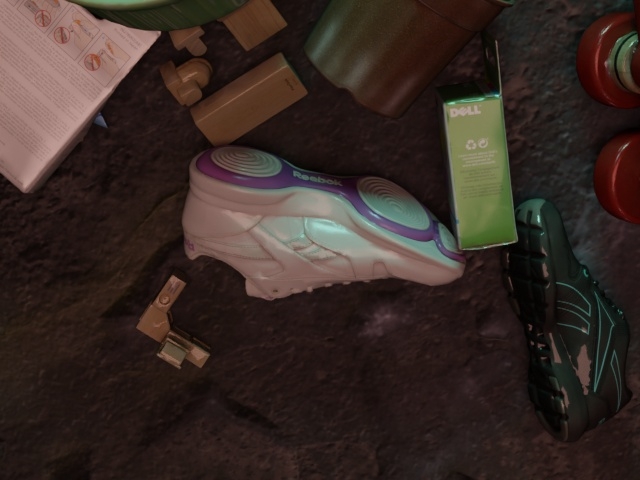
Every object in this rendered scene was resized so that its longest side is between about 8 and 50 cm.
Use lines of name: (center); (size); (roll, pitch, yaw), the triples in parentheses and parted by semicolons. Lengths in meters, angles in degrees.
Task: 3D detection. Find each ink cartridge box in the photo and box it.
ink cartridge box: (0.156, -0.106, 1.579); (0.062, 0.109, 0.209); (-7, 105, 1)
ink cartridge box: (-0.296, -0.188, 1.581); (0.181, 0.056, 0.224); (42, 97, -3)

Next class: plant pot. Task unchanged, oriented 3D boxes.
plant pot: (0.078, -0.222, 1.531); (0.167, 0.167, 0.165); (34, 111, -8)

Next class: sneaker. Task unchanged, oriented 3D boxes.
sneaker: (0.000, 0.000, 1.624); (0.305, 0.114, 0.152); (17, 120, -2)
sneaker: (0.266, 0.078, 1.650); (0.106, 0.101, 0.267); (-17, 105, -18)

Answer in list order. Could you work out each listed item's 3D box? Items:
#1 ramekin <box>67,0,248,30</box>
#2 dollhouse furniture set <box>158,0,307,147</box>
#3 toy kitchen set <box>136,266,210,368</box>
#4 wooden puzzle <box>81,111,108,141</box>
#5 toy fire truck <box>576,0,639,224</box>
ramekin: (-0.159, -0.344, 1.448); (0.303, 0.148, 0.303); (-2, 81, 11)
dollhouse furniture set: (-0.100, -0.211, 1.594); (0.144, 0.123, 0.151); (-32, 137, 8)
toy kitchen set: (-0.145, 0.089, 1.652); (0.083, 0.068, 0.075); (33, 103, -8)
wooden puzzle: (-0.289, -0.135, 1.621); (0.116, 0.014, 0.078); (-14, 105, 3)
toy fire truck: (0.417, -0.139, 1.560); (0.254, 0.169, 0.302); (-16, 106, -20)
